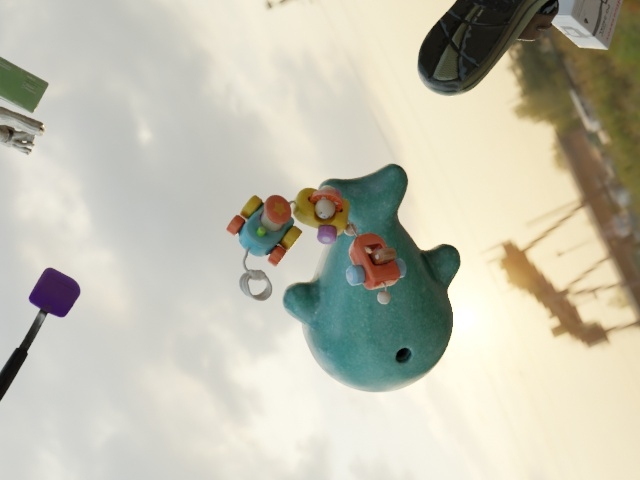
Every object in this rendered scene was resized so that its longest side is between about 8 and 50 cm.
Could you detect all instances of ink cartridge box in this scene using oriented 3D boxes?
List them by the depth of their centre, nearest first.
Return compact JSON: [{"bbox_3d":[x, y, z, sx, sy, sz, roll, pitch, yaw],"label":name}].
[{"bbox_3d":[-0.506,-0.252,1.712,0.171,0.056,0.235,28,177,-38],"label":"ink cartridge box"},{"bbox_3d":[0.444,-0.400,2.054,0.150,0.063,0.109,23,-97,-49],"label":"ink cartridge box"}]

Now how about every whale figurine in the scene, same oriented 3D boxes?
[{"bbox_3d":[0.066,0.053,1.374,0.141,0.216,0.272,-122,22,-56],"label":"whale figurine"}]

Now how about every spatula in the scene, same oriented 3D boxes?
[{"bbox_3d":[-0.542,0.182,2.272,0.084,0.296,0.030,27,155,-4],"label":"spatula"}]

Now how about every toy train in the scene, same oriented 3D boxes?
[{"bbox_3d":[0.000,0.000,1.110,0.166,0.046,0.125,-4,-121,-29],"label":"toy train"}]

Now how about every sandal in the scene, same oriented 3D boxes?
[{"bbox_3d":[0.232,-0.284,1.515,0.120,0.303,0.086,35,165,37],"label":"sandal"}]

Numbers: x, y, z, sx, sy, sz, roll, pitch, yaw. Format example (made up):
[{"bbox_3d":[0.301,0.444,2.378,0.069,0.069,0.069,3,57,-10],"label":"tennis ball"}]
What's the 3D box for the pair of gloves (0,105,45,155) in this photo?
[{"bbox_3d":[-0.582,-0.206,2.100,0.204,0.042,0.240,22,170,-16],"label":"pair of gloves"}]
